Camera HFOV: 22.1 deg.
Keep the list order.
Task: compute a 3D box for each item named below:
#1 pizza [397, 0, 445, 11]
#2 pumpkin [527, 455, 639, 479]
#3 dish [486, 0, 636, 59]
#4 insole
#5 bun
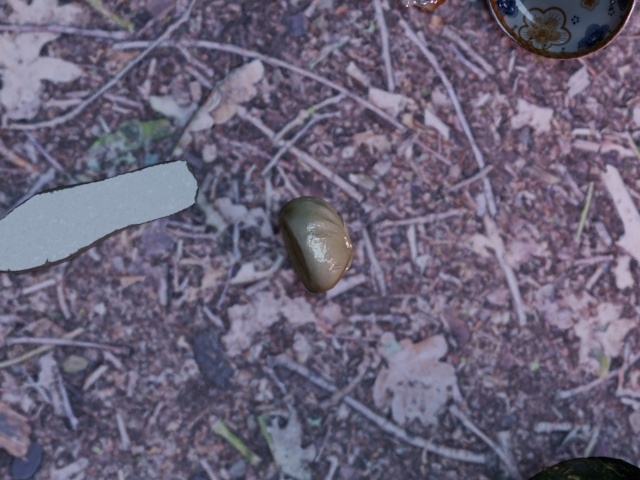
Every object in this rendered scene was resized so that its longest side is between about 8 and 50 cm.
[{"bbox_3d":[0.073,-0.317,1.473,0.195,0.052,0.185,32,85,-13],"label":"pizza"},{"bbox_3d":[0.225,0.276,1.394,0.190,0.146,0.190,-1,92,-43],"label":"pumpkin"},{"bbox_3d":[0.227,-0.241,1.491,0.141,0.078,0.141,8,112,22],"label":"dish"},{"bbox_3d":[-0.195,-0.023,1.395,0.192,0.010,0.063,-20,90,-16],"label":"insole"},{"bbox_3d":[0.000,0.000,1.403,0.054,0.086,0.086,-24,90,-9],"label":"bun"}]
